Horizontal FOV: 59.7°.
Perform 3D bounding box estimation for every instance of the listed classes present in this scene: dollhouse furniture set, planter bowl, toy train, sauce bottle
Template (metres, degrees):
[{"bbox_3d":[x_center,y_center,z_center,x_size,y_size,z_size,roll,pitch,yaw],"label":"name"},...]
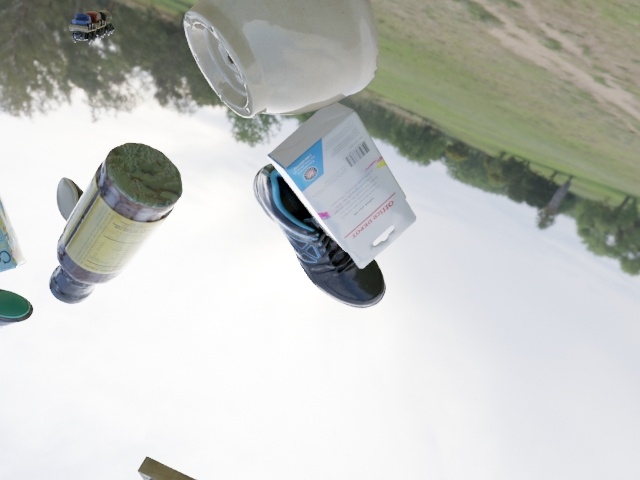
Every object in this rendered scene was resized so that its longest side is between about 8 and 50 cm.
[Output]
[{"bbox_3d":[-0.428,0.701,1.400,0.161,0.212,0.242,19,-128,13],"label":"dollhouse furniture set"},{"bbox_3d":[-0.045,-0.173,0.473,0.162,0.109,0.162,47,162,20],"label":"planter bowl"},{"bbox_3d":[-0.318,-0.303,0.781,0.027,0.036,0.158,5,-154,-9],"label":"toy train"},{"bbox_3d":[-0.319,-0.007,0.818,0.111,0.344,0.111,23,-130,-30],"label":"sauce bottle"}]

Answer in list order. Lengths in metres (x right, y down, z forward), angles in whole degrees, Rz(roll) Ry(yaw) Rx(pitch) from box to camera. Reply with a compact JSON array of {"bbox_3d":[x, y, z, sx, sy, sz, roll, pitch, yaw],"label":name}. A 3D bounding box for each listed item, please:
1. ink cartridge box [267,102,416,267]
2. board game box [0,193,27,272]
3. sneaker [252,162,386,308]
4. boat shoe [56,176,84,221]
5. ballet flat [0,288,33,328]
[{"bbox_3d":[0.031,-0.063,0.680,0.181,0.104,0.061,53,174,-36],"label":"ink cartridge box"},{"bbox_3d":[-0.920,-0.041,1.489,0.144,0.275,0.142,-19,-171,-15],"label":"board game box"},{"bbox_3d":[0.000,0.000,1.027,0.341,0.125,0.139,47,173,-9],"label":"sneaker"},{"bbox_3d":[-0.563,-0.068,1.325,0.206,0.075,0.065,52,-158,24],"label":"boat shoe"},{"bbox_3d":[-0.616,0.121,1.040,0.203,0.074,0.074,18,-166,13],"label":"ballet flat"}]
